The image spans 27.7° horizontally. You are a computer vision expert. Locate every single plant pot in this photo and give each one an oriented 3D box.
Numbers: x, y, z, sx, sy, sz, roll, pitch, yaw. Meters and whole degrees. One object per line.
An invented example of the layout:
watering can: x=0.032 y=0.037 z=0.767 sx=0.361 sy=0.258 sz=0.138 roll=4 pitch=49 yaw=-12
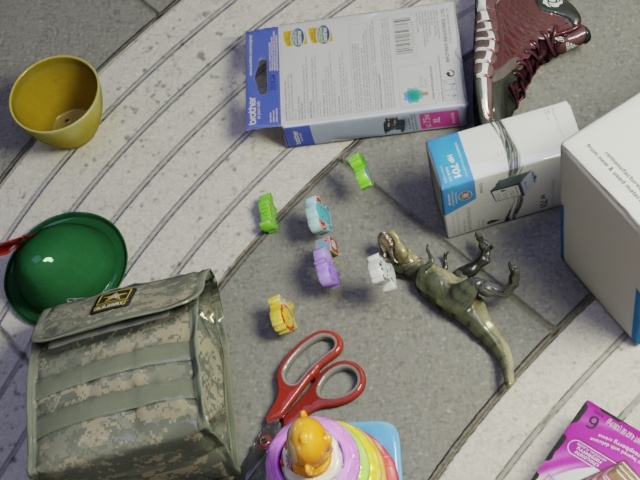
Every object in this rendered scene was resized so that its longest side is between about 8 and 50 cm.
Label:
plant pot: x=-0.370 y=-0.187 z=1.884 sx=0.134 sy=0.095 sz=0.134 roll=-5 pitch=61 yaw=9

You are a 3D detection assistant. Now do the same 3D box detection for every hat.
hat: x=-0.374 y=0.009 z=1.726 sx=0.173 sy=0.183 sz=0.208 roll=27 pitch=70 yaw=22

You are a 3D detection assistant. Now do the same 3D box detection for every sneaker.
sneaker: x=0.293 y=-0.254 z=1.795 sx=0.162 sy=0.106 sz=0.281 roll=1 pitch=61 yaw=8

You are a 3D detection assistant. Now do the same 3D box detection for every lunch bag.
lunch bag: x=-0.237 y=0.167 z=1.629 sx=0.235 sy=0.169 sz=0.287 roll=-15 pitch=52 yaw=6

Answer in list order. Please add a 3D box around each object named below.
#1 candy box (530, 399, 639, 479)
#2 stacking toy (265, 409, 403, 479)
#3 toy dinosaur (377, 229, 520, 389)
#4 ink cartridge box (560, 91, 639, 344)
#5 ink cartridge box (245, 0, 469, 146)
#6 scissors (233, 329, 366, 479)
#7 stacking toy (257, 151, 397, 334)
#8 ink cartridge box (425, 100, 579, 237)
candy box: x=0.310 y=0.323 z=1.492 sx=0.159 sy=0.071 sz=0.233 roll=31 pitch=71 yaw=23
stacking toy: x=0.000 y=0.257 z=1.450 sx=0.165 sy=0.302 sz=0.175 roll=-6 pitch=67 yaw=7
toy dinosaur: x=0.192 y=0.060 z=1.664 sx=0.118 sy=0.064 sz=0.268 roll=-46 pitch=62 yaw=3
ink cartridge box: x=0.493 y=-0.092 z=1.562 sx=0.394 sy=0.285 sz=0.166 roll=-32 pitch=60 yaw=-8
ink cartridge box: x=0.049 y=-0.234 z=1.852 sx=0.311 sy=0.065 sz=0.186 roll=-6 pitch=61 yaw=5
scissors: x=-0.066 y=0.236 z=1.642 sx=0.297 sy=0.021 sz=0.109 roll=-43 pitch=65 yaw=-12
stacking toy: x=0.000 y=0.000 z=1.709 sx=0.167 sy=0.052 sz=0.221 roll=-23 pitch=58 yaw=20
ink cartridge box: x=0.242 y=-0.091 z=1.691 sx=0.190 sy=0.140 sz=0.082 roll=-15 pitch=61 yaw=2
